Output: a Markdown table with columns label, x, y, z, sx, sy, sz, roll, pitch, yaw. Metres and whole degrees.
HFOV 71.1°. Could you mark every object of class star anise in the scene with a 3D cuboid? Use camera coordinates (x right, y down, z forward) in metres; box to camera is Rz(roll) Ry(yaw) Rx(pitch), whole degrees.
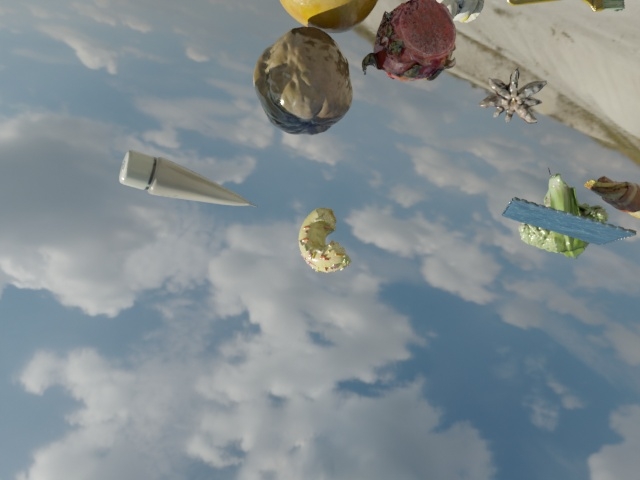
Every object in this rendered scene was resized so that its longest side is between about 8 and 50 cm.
| label | x | y | z | sx | sy | sz | roll | pitch | yaw |
| --- | --- | --- | --- | --- | --- | --- | --- | --- | --- |
| star anise | 0.706 | -0.518 | 1.630 | 0.236 | 0.229 | 0.093 | 48 | -139 | -14 |

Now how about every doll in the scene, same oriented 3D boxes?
| label | x | y | z | sx | sy | sz | roll | pitch | yaw |
| --- | --- | --- | --- | --- | --- | --- | --- | --- | --- |
| doll | 0.419 | -0.736 | 1.416 | 0.293 | 0.138 | 0.119 | -36 | -87 | -36 |

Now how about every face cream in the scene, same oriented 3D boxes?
| label | x | y | z | sx | sy | sz | roll | pitch | yaw |
| --- | --- | --- | --- | --- | --- | --- | --- | --- | --- |
| face cream | -0.315 | -0.130 | 1.085 | 0.315 | 0.089 | 0.143 | 17 | -177 | -32 |

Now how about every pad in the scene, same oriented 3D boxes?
| label | x | y | z | sx | sy | sz | roll | pitch | yaw |
| --- | --- | --- | --- | --- | --- | --- | --- | --- | --- |
| pad | 0.599 | -0.044 | 1.121 | 0.270 | 0.012 | 0.269 | 19 | 180 | 19 |

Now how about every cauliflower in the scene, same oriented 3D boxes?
| label | x | y | z | sx | sy | sz | roll | pitch | yaw |
| --- | --- | --- | --- | --- | --- | --- | --- | --- | --- |
| cauliflower | 0.793 | -0.089 | 1.472 | 0.239 | 0.315 | 0.256 | -14 | -171 | -31 |

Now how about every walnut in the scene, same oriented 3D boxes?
| label | x | y | z | sx | sy | sz | roll | pitch | yaw |
| --- | --- | --- | --- | --- | --- | --- | --- | --- | --- |
| walnut | -0.039 | -0.379 | 1.079 | 0.249 | 0.248 | 0.248 | 12 | -151 | -7 |

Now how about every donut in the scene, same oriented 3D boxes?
| label | x | y | z | sx | sy | sz | roll | pitch | yaw |
| --- | --- | --- | --- | --- | --- | --- | --- | --- | --- |
| donut | -0.003 | 0.004 | 1.031 | 0.065 | 0.108 | 0.165 | 35 | -151 | -52 |

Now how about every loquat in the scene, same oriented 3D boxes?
| label | x | y | z | sx | sy | sz | roll | pitch | yaw |
| --- | --- | --- | --- | --- | --- | --- | --- | --- | --- |
| loquat | 0.021 | -0.623 | 1.046 | 0.263 | 0.263 | 0.263 | 12 | -151 | -7 |

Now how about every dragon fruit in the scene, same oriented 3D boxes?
| label | x | y | z | sx | sy | sz | roll | pitch | yaw |
| --- | --- | --- | --- | --- | --- | --- | --- | --- | --- |
| dragon fruit | 0.246 | -0.506 | 1.142 | 0.282 | 0.211 | 0.147 | -32 | -163 | -18 |

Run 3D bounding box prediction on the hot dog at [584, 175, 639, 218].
| label | x | y | z | sx | sy | sz | roll | pitch | yaw |
| --- | --- | --- | --- | --- | --- | --- | --- | --- | --- |
| hot dog | 1.038 | -0.155 | 1.523 | 0.262 | 0.093 | 0.123 | 29 | -177 | -9 |

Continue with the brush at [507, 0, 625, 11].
| label | x | y | z | sx | sy | sz | roll | pitch | yaw |
| --- | --- | --- | --- | --- | --- | --- | --- | --- | --- |
| brush | 0.424 | -0.432 | 0.774 | 0.218 | 0.082 | 0.010 | -7 | 179 | -6 |
